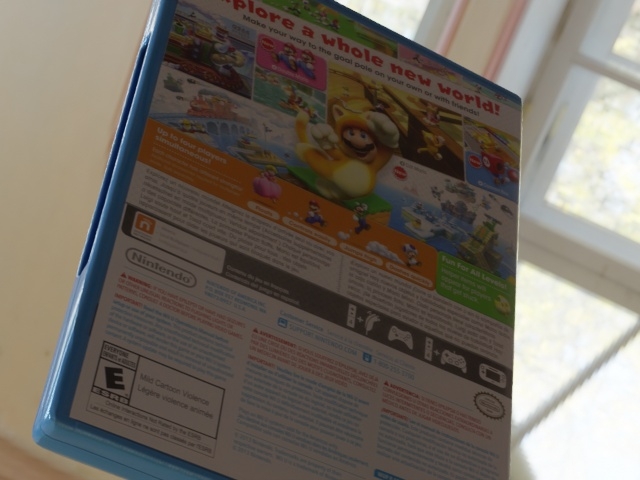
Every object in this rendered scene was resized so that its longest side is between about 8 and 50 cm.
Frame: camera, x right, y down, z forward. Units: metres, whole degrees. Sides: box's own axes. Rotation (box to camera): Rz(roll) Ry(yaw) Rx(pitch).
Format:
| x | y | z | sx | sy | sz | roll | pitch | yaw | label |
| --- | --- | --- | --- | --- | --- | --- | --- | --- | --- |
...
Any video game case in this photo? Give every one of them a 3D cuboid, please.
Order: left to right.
| x | y | z | sx | sy | sz | roll | pitch | yaw | label |
| --- | --- | --- | --- | --- | --- | --- | --- | --- | --- |
| 0.000 | 0.000 | 0.374 | 0.119 | 0.015 | 0.166 | 24 | -131 | -19 | video game case |
